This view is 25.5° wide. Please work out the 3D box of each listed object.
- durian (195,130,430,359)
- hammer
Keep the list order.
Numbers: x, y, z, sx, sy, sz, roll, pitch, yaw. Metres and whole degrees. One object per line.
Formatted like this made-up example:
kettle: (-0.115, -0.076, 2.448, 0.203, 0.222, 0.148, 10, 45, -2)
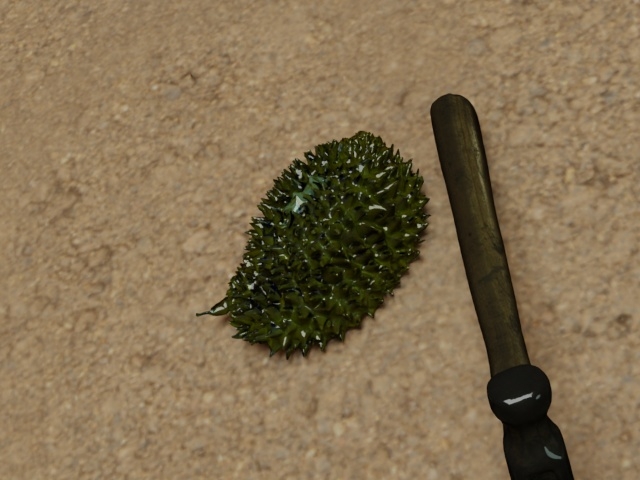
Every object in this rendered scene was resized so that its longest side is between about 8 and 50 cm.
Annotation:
durian: (-0.001, -0.003, 1.168, 0.137, 0.095, 0.221, 30, 79, 36)
hammer: (0.127, 0.023, 1.049, 0.044, 0.168, 0.440, -13, 38, 7)
